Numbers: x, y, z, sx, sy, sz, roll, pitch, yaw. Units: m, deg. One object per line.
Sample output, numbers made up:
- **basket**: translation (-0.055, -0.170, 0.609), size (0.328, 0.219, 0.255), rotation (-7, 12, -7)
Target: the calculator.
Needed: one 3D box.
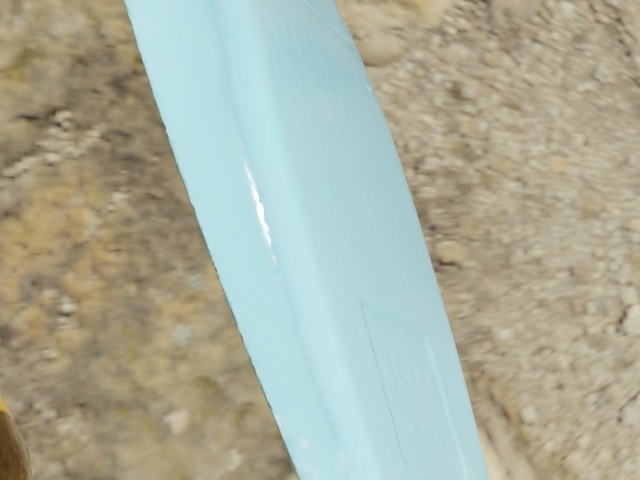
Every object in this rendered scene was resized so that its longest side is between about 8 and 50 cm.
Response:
- **calculator**: translation (0.000, 0.000, 0.906), size (0.054, 0.256, 0.386), rotation (-21, 73, 14)

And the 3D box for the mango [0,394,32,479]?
- **mango**: translation (-0.293, 0.158, 1.323), size (0.287, 0.201, 0.152), rotation (-14, 76, 59)
